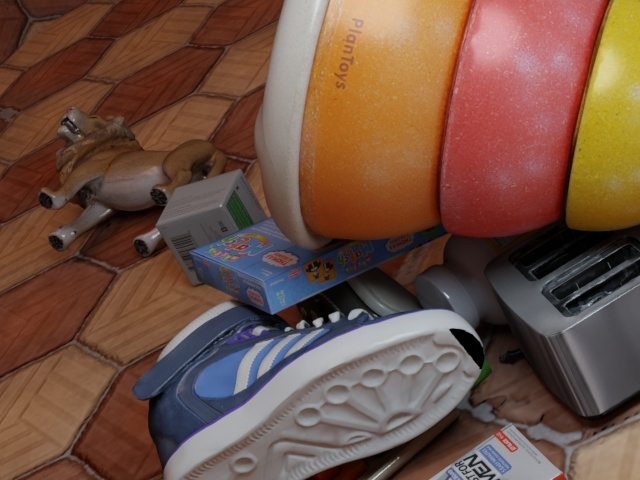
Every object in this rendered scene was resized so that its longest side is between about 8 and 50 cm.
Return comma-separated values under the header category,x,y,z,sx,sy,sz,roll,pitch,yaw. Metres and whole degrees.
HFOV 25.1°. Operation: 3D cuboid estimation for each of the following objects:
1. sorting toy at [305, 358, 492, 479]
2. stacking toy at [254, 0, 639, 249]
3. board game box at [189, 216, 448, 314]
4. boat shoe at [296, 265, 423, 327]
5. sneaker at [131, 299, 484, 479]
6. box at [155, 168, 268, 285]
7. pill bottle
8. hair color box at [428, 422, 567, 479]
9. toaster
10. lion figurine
category,x,y,z,sx,sy,sz,roll,pitch,yaw
sorting toy,0.011,0.181,1.359,0.347,0.047,0.196,-39,27,-16
stacking toy,0.213,-0.109,1.218,0.479,0.351,0.351,16,44,14
board game box,0.000,0.000,1.400,0.211,0.039,0.160,-23,21,-25
boat shoe,0.024,0.056,1.490,0.091,0.109,0.305,-55,20,6
sneaker,-0.021,0.100,1.327,0.322,0.130,0.236,-31,36,12
box,-0.130,-0.016,1.787,0.102,0.101,0.087,-16,30,24
pill bottle,0.185,0.017,1.387,0.184,0.103,0.103,-33,26,-17
hair color box,0.116,0.230,1.160,0.167,0.053,0.093,-35,27,-6
toaster,0.246,0.058,1.263,0.185,0.110,0.168,-31,25,-1
lion figurine,-0.247,-0.089,2.035,0.392,0.142,0.240,9,37,32
